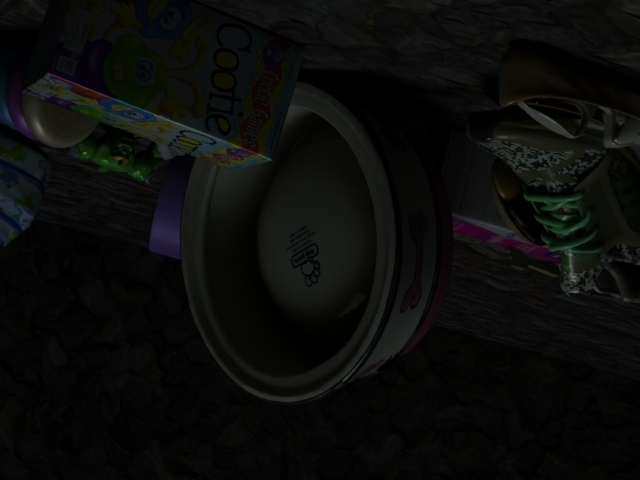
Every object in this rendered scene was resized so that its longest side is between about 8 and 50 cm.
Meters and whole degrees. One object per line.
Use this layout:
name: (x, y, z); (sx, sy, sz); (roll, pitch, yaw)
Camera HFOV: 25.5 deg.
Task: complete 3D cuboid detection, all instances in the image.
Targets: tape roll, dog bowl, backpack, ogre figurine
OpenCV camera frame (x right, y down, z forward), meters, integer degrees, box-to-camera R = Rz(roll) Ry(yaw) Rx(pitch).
tape roll: (-0.217, -0.062, 2.318); (0.080, 0.189, 0.189); (16, 170, -1)
dog bowl: (0.000, 0.000, 1.806); (0.150, 0.408, 0.408); (0, -176, -44)
backpack: (-0.673, -0.134, 2.572); (0.356, 0.273, 0.290); (5, 167, -16)
ogre figurine: (-0.297, -0.158, 2.108); (0.097, 0.118, 0.197); (7, 168, 43)

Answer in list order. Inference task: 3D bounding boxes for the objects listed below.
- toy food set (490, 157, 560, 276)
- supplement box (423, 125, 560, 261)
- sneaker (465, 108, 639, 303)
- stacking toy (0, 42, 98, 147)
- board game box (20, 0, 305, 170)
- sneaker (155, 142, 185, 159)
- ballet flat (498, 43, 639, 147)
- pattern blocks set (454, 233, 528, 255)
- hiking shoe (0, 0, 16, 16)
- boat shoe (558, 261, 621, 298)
toy food set: (0.251, -0.053, 1.722); (0.038, 0.192, 0.132); (-29, 153, 32)
supplement box: (0.239, -0.058, 1.856); (0.220, 0.114, 0.111); (15, 170, -6)
sneaker: (0.315, -0.032, 1.666); (0.410, 0.182, 0.158); (24, 167, -39)
stacking toy: (-0.462, -0.223, 1.990); (0.330, 0.141, 0.141); (14, 171, 34)
board game box: (-0.182, -0.196, 1.636); (0.275, 0.142, 0.144); (19, 170, -22)
sneaker: (-0.181, -0.196, 1.873); (0.115, 0.105, 0.281); (-14, 168, -1)
ballet flat: (0.285, -0.133, 1.463); (0.232, 0.073, 0.080); (17, 171, -12)
pattern blocks set: (0.198, -0.035, 2.302); (0.325, 0.026, 0.285); (17, 170, -11)
hiking shoe: (-0.415, -0.303, 1.561); (0.227, 0.086, 0.114); (8, 171, 42)
boat shoe: (0.415, 0.040, 2.208); (0.079, 0.095, 0.254); (-3, 171, 29)
